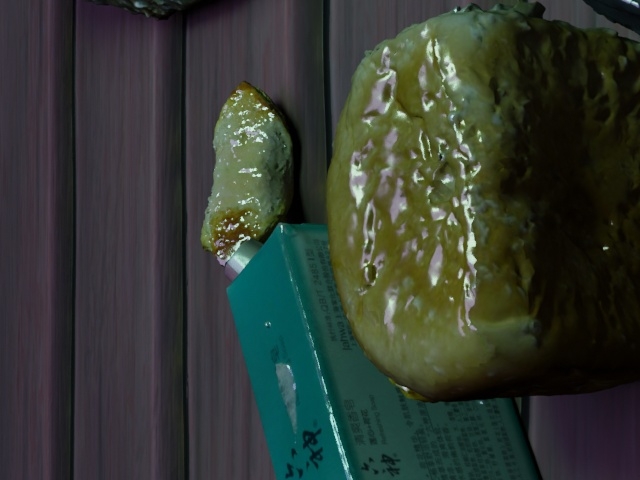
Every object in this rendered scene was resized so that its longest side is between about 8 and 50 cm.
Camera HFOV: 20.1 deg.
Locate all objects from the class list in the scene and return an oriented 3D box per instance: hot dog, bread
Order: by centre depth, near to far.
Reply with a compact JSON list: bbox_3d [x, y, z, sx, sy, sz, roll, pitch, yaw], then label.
[{"bbox_3d":[0.106,-0.024,1.105,0.176,0.195,0.246,-18,72,50],"label":"bread"},{"bbox_3d":[-0.054,-0.045,1.488,0.078,0.061,0.169,-1,69,24],"label":"hot dog"}]

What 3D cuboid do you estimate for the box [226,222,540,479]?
[{"bbox_3d":[0.044,0.113,1.236,0.092,0.153,0.245,-48,49,46],"label":"box"}]

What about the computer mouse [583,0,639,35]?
[{"bbox_3d":[0.183,-0.154,1.094,0.047,0.079,0.135,-51,56,19],"label":"computer mouse"}]

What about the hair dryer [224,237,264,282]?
[{"bbox_3d":[0.007,0.002,1.392,0.106,0.054,0.154,41,105,13],"label":"hair dryer"}]

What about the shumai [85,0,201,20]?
[{"bbox_3d":[-0.205,-0.391,1.561,0.397,0.324,0.323,2,76,53],"label":"shumai"}]
